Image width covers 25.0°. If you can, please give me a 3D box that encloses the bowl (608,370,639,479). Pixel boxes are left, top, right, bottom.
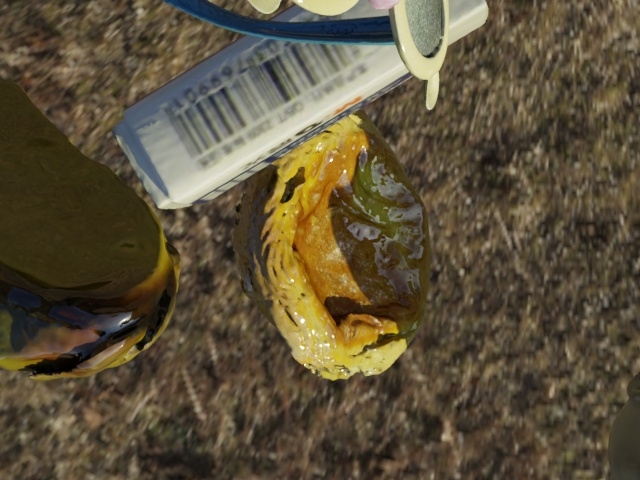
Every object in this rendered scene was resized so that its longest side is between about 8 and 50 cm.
[{"bbox_3d":[0.460,0.211,1.742,0.289,0.289,0.146,-28,93,19],"label":"bowl"}]

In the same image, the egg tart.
[{"bbox_3d":[0.000,0.000,1.723,0.150,0.352,0.352,-7,112,35],"label":"egg tart"}]

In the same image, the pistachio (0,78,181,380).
[{"bbox_3d":[-0.120,-0.004,0.502,0.173,0.089,0.049,41,138,30],"label":"pistachio"}]

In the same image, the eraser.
[{"bbox_3d":[-0.011,-0.124,1.077,0.279,0.124,0.081,-31,88,6],"label":"eraser"}]

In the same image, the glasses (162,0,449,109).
[{"bbox_3d":[-0.042,-0.161,0.756,0.220,0.190,0.088,26,93,35],"label":"glasses"}]
